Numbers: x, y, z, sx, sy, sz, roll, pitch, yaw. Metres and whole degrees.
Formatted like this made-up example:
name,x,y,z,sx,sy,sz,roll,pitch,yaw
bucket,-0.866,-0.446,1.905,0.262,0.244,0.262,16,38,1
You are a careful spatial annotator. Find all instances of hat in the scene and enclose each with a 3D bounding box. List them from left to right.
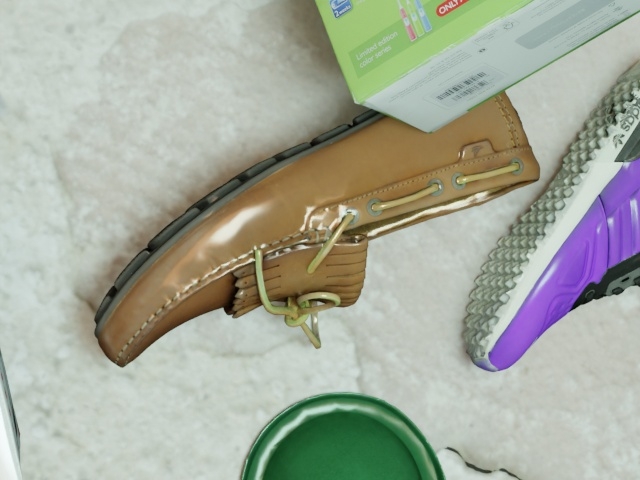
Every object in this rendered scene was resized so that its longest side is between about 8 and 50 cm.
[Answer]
name,x,y,z,sx,sy,sz,roll,pitch,yaw
hat,0.042,0.226,1.501,0.173,0.183,0.208,-29,95,-10

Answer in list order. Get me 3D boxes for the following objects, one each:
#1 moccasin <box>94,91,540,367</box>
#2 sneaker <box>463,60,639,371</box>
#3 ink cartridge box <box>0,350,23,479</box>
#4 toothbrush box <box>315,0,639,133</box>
name,x,y,z,sx,sy,sz,roll,pitch,yaw
moccasin,-0.001,0.001,1.527,0.380,0.139,0.147,-28,87,-19
sneaker,0.242,0.005,1.582,0.146,0.102,0.293,36,84,-10
ink cartridge box,-0.295,0.069,1.372,0.131,0.306,0.226,-14,93,-11
toothbrush box,0.089,-0.256,1.446,0.206,0.122,0.283,-30,68,24
